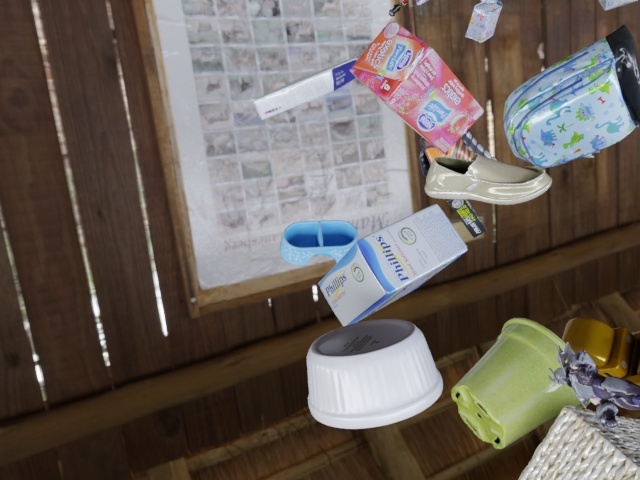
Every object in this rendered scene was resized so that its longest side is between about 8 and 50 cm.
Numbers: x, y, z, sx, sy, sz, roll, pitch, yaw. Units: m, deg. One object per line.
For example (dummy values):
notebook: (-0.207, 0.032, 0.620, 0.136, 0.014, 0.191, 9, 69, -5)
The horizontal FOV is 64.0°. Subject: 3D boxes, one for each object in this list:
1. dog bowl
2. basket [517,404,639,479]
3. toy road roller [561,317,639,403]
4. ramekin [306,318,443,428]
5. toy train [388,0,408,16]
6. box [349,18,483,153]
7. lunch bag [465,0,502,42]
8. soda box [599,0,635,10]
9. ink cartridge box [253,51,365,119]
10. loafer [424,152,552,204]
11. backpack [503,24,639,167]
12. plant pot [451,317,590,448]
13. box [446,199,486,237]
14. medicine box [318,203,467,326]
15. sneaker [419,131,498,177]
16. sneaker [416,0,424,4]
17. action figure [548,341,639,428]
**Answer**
dog bowl: (0.000, 0.000, 1.834, 0.297, 0.074, 0.166, -2, -133, -3)
basket: (0.634, 0.566, 1.091, 0.328, 0.331, 0.266, 18, -164, -24)
toy road roller: (0.891, 0.345, 1.554, 0.203, 0.240, 0.329, -55, -170, -33)
ramekin: (0.096, 0.248, 1.012, 0.272, 0.127, 0.273, -12, -174, 1)
toy train: (0.292, -0.820, 1.726, 0.158, 0.027, 0.036, -42, -168, 19)
box: (0.194, -0.291, 1.000, 0.256, 0.123, 0.128, 21, -154, -50)
lunch bag: (0.365, -0.489, 1.135, 0.053, 0.071, 0.083, 36, -127, 25)
soda box: (0.825, -0.797, 1.480, 0.091, 0.098, 0.286, -12, -127, 15)
ink cartridge box: (0.016, -0.466, 1.495, 0.330, 0.072, 0.324, -12, -159, 28)
loafer: (0.355, -0.139, 1.109, 0.268, 0.092, 0.102, 1, -146, 25)
backpack: (0.686, -0.359, 1.411, 0.355, 0.290, 0.273, -10, -133, 36)
plant pot: (0.488, 0.381, 1.308, 0.253, 0.276, 0.276, -30, -161, -18)
box: (0.536, -0.163, 2.009, 0.060, 0.216, 0.270, -35, -149, 17)
medicine box: (0.181, 0.069, 1.328, 0.289, 0.149, 0.263, -24, 165, -31)
sneaker: (0.420, -0.220, 1.567, 0.180, 0.321, 0.124, -47, -169, -3)
sneaker: (0.413, -0.984, 1.939, 0.095, 0.105, 0.236, -36, -175, -6)
action figure: (0.562, 0.289, 0.981, 0.099, 0.185, 0.285, -52, -156, -20)
